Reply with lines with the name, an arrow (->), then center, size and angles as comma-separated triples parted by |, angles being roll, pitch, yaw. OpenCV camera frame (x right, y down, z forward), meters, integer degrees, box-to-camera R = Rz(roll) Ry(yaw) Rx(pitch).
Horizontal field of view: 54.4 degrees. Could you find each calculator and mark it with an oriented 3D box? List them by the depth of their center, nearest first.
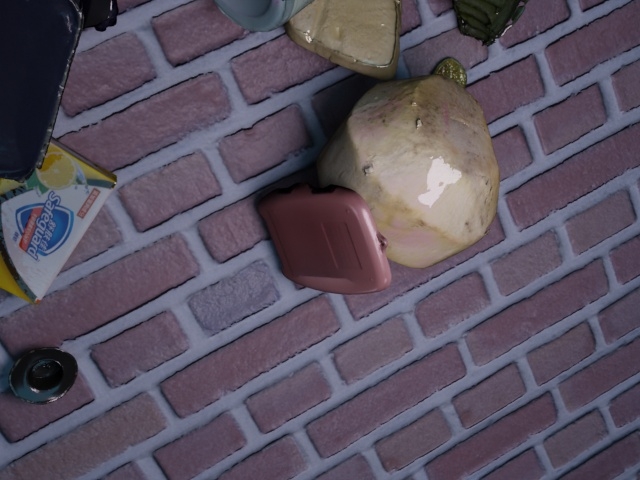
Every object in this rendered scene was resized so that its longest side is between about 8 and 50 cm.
calculator -> 0.000, 0.000, 1.120 | 0.048, 0.330, 0.220 | -30, 109, -34

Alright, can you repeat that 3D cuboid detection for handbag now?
handbag -> -0.527, -0.273, 0.870 | 0.329, 0.122, 0.303 | 16, 113, -25

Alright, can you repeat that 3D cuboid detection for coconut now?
coconut -> 0.163, -0.113, 1.141 | 0.353, 0.352, 0.352 | -3, 102, -15

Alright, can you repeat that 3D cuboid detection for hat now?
hat -> -0.518, 0.246, 1.166 | 0.121, 0.050, 0.121 | -4, 101, -21

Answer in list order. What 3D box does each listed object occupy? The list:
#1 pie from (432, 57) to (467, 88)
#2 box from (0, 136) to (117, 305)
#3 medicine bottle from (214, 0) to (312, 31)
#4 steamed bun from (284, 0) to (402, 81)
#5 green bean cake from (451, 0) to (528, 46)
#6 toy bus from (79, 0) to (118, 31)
pie -> 0.264, -0.332, 1.280 | 0.084, 0.021, 0.084 | -3, 100, -19
box -> -0.494, -0.043, 1.088 | 0.168, 0.097, 0.265 | 35, 91, -19
medicine bottle -> -0.049, -0.521, 1.018 | 0.290, 0.245, 0.245 | -45, 110, -23
steamed bun -> 0.042, -0.406, 1.159 | 0.213, 0.110, 0.231 | 5, 78, -2
green bean cake -> 0.338, -0.511, 1.145 | 0.132, 0.241, 0.255 | 30, 95, 11
toy bus -> -0.524, -0.404, 0.965 | 0.387, 0.162, 0.171 | -11, 121, -12
